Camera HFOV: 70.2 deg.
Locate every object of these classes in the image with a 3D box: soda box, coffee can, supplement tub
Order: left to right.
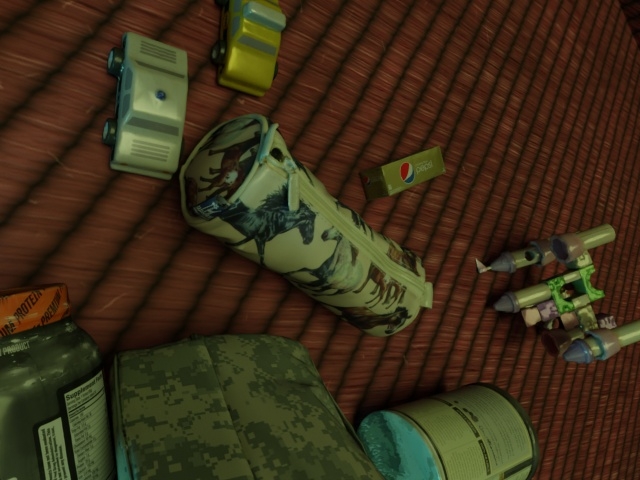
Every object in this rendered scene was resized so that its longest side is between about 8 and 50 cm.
[{"bbox_3d":[-0.303,0.219,0.423,0.207,0.207,0.338,-9,92,-37],"label":"supplement tub"},{"bbox_3d":[0.165,-0.134,0.890,0.181,0.061,0.058,-25,102,-36],"label":"soda box"},{"bbox_3d":[0.227,0.381,0.819,0.275,0.201,0.202,2,86,-37],"label":"coffee can"}]

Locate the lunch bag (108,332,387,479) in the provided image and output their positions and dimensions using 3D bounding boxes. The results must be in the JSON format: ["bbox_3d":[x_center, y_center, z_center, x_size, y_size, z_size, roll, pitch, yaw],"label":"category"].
[{"bbox_3d":[-0.070,0.246,0.489,0.256,0.305,0.213,-9,119,-23],"label":"lunch bag"}]

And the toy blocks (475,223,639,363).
[{"bbox_3d":[0.530,0.138,1.089,0.260,0.309,0.289,-19,87,-4],"label":"toy blocks"}]

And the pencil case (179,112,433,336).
[{"bbox_3d":[0.000,0.000,0.663,0.410,0.183,0.160,37,69,-36],"label":"pencil case"}]

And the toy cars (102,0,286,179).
[{"bbox_3d":[-0.157,-0.252,0.636,0.176,0.087,0.394,51,60,-23],"label":"toy cars"}]
